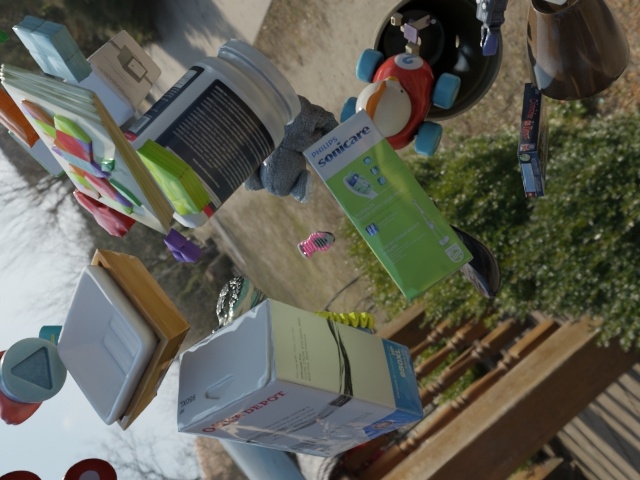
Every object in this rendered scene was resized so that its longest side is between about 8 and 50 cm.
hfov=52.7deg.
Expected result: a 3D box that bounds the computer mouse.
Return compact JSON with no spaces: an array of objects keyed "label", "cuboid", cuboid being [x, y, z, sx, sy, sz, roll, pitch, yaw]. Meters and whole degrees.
[{"label":"computer mouse","cuboid":[0.321,0.010,1.454,0.272,0.072,0.188,52,178,25]}]

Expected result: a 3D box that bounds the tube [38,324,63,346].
[{"label":"tube","cuboid":[-0.554,0.230,1.525,0.052,0.207,0.080,-84,-6,-64]}]

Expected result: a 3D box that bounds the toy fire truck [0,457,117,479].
[{"label":"toy fire truck","cuboid":[-0.466,0.553,1.154,0.254,0.302,0.169,-115,31,-42]}]

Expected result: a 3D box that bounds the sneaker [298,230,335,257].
[{"label":"sneaker","cuboid":[0.000,0.000,1.419,0.119,0.057,0.047,-22,98,54]}]

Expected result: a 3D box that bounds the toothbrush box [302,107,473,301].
[{"label":"toothbrush box","cuboid":[0.112,-0.051,1.057,0.283,0.122,0.206,56,-174,6]}]

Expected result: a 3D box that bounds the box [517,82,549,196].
[{"label":"box","cuboid":[0.516,-0.244,1.558,0.044,0.233,0.159,-1,144,26]}]

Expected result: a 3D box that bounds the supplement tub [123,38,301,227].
[{"label":"supplement tub","cuboid":[-0.182,-0.173,1.056,0.191,0.272,0.191,40,169,9]}]

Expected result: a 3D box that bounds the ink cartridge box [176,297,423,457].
[{"label":"ink cartridge box","cuboid":[-0.039,0.287,1.268,0.395,0.285,0.166,25,-136,-38]}]

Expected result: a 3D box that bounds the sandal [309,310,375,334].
[{"label":"sandal","cuboid":[0.017,0.242,1.510,0.126,0.317,0.138,-33,61,46]}]

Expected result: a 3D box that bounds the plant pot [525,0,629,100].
[{"label":"plant pot","cuboid":[0.526,-0.451,1.372,0.215,0.215,0.230,44,-176,38]}]

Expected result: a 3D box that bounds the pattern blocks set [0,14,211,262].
[{"label":"pattern blocks set","cuboid":[-0.225,-0.083,0.634,0.285,0.026,0.325,16,150,36]}]

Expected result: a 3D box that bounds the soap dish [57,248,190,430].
[{"label":"soap dish","cuboid":[-0.376,0.187,1.227,0.229,0.118,0.291,46,127,20]}]

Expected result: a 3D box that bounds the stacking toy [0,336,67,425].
[{"label":"stacking toy","cuboid":[-0.651,0.237,1.222,0.130,0.279,0.309,-27,110,37]}]

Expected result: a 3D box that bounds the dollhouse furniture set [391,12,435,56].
[{"label":"dollhouse furniture set","cuboid":[0.224,-0.477,1.526,0.091,0.081,0.114,42,153,34]}]

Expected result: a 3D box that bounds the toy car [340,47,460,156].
[{"label":"toy car","cuboid":[0.144,-0.290,1.326,0.219,0.210,0.238,22,-167,15]}]

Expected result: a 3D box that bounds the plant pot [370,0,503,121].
[{"label":"plant pot","cuboid":[0.273,-0.502,1.684,0.323,0.323,0.280,58,-171,-24]}]

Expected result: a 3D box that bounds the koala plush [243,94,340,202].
[{"label":"koala plush","cuboid":[-0.076,-0.200,1.452,0.196,0.221,0.203,17,174,10]}]

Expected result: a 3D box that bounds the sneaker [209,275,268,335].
[{"label":"sneaker","cuboid":[-0.179,0.224,1.466,0.122,0.283,0.110,33,147,-29]}]

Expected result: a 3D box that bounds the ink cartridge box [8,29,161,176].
[{"label":"ink cartridge box","cuboid":[-0.421,-0.261,1.196,0.115,0.198,0.273,48,-164,-23]}]

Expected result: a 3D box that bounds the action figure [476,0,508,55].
[{"label":"action figure","cuboid":[0.265,-0.525,1.233,0.330,0.179,0.341,-128,29,-52]}]
